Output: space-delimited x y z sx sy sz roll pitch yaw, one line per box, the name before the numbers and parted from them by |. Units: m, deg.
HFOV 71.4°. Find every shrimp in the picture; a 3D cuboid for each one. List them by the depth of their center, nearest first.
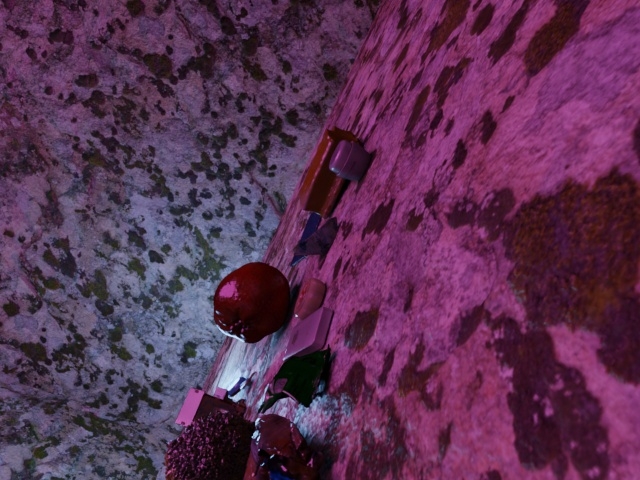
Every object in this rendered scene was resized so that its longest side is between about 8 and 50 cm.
shrimp | -0.092 0.440 0.840 0.445 0.110 0.221 127 158 -61

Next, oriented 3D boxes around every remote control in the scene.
remote control | -0.037 0.246 1.138 0.250 0.034 0.103 -47 22 57

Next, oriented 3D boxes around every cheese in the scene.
cheese | -0.312 0.565 1.741 0.106 0.037 0.256 -50 5 -37

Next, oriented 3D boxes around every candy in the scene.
candy | -0.059 0.296 0.960 0.141 0.078 0.203 -37 1 -42

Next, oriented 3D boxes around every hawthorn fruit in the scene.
hawthorn fruit | -0.234 0.192 1.599 0.287 0.287 0.330 -57 9 39

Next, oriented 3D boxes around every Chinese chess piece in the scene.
Chinese chess piece | -0.030 0.164 1.236 0.122 0.051 0.122 -157 90 -79

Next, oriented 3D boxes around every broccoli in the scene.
broccoli | -0.284 0.573 1.156 0.288 0.235 0.260 -20 -30 -51

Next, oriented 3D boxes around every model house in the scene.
model house | -0.402 0.623 1.621 0.271 0.206 0.178 136 155 -64

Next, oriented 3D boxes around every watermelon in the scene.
watermelon | 0.000 0.001 1.409 0.180 0.081 0.094 -42 5 27

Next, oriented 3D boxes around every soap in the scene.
soap | 0.034 -0.255 1.616 0.259 0.143 0.281 -89 20 -63

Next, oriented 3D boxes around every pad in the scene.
pad | -0.050 -0.028 1.836 0.269 0.012 0.269 -70 11 -19

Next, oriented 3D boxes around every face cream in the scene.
face cream | 0.091 -0.249 1.391 0.117 0.104 0.117 -61 13 25
